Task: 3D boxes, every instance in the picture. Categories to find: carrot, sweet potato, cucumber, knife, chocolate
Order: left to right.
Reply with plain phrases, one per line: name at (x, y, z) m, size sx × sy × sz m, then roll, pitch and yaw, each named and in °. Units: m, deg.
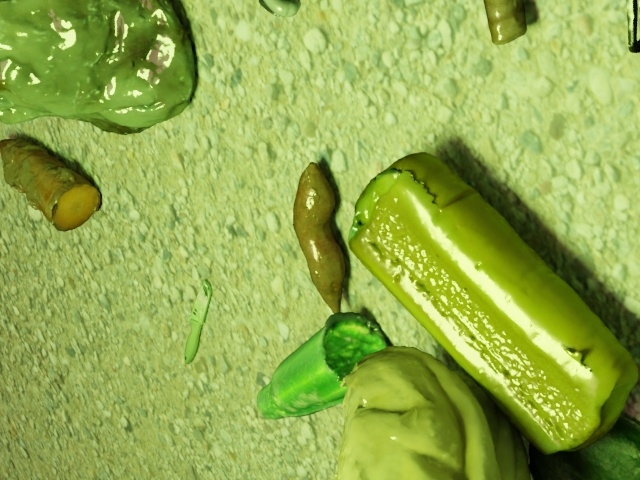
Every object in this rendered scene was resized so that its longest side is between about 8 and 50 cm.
carrot at (-0.476, -0.112, 2.138) m, size 0.263 × 0.102 × 0.102 m, roll 38°, pitch 139°, yaw 38°
knife at (-0.199, 0.133, 2.017) m, size 0.030 × 0.014 × 0.207 m, roll 44°, pitch 140°, yaw 22°
chocolate at (-0.011, 0.192, 1.758) m, size 0.110 × 0.110 × 0.291 m, roll 58°, pitch 147°, yaw 5°
sweet potato at (-0.002, -0.001, 1.651) m, size 0.065 × 0.051 × 0.218 m, roll 16°, pitch 125°, yaw 42°
cucumber at (0.347, 0.293, 1.386) m, size 0.325 × 0.105 × 0.145 m, roll 40°, pitch 141°, yaw 31°

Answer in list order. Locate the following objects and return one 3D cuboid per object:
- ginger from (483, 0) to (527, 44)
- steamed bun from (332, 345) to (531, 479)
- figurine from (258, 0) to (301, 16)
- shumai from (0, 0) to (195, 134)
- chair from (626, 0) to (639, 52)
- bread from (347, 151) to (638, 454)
ginger at (0.154, -0.312, 1.148) m, size 0.080 × 0.333 × 0.166 m, roll -8°, pitch 75°, yaw 15°
steamed bun at (0.123, 0.290, 1.465) m, size 0.230 × 0.324 × 0.372 m, roll 8°, pitch 151°, yaw 0°
figurine at (-0.036, -0.386, 1.365) m, size 0.193 × 0.140 × 0.265 m, roll 52°, pitch 124°, yaw 42°
shumai at (-0.362, -0.249, 1.746) m, size 0.304 × 0.263 × 0.309 m, roll 42°, pitch 140°, yaw 27°
chair at (0.254, -0.277, 1.127) m, size 0.101 × 0.084 × 0.212 m, roll 20°, pitch 128°, yaw 39°
bread at (0.191, 0.062, 1.404) m, size 0.383 × 0.112 × 0.166 m, roll 47°, pitch 132°, yaw 18°
